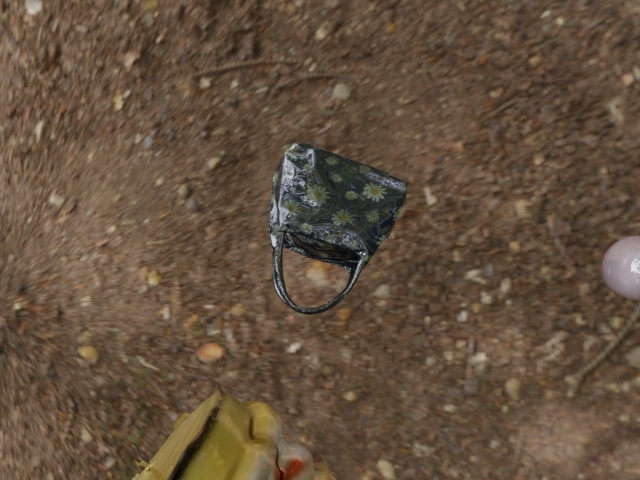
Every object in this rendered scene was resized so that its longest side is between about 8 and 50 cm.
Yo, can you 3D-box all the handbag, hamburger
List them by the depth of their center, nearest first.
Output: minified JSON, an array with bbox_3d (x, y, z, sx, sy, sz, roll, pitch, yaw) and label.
[{"bbox_3d":[0.000,0.000,1.125,0.115,0.072,0.139,21,68,-6],"label":"handbag"},{"bbox_3d":[-0.080,0.292,1.186,0.237,0.276,0.276,35,79,-7],"label":"hamburger"}]

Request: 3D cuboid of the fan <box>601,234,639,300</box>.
[{"bbox_3d":[0.339,0.019,1.034,0.244,0.130,0.074,-3,102,-15],"label":"fan"}]
